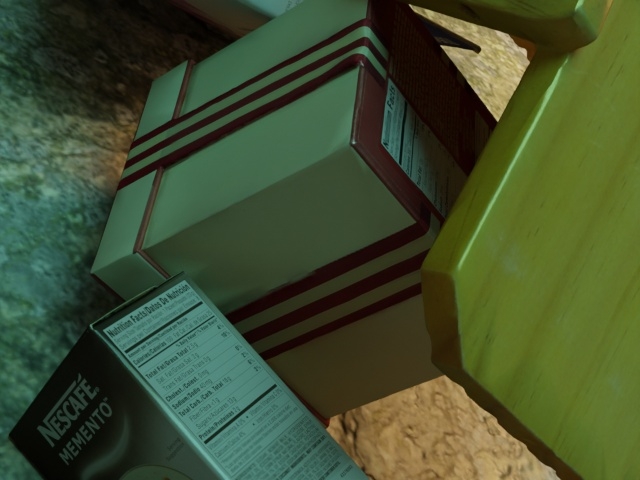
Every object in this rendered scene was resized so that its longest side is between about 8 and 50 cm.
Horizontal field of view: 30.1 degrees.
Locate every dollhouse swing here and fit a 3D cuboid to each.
[{"bbox_3d":[0.152,-0.033,0.855,0.347,0.305,0.315,42,-6,-37],"label":"dollhouse swing"}]

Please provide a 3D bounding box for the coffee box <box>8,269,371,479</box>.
[{"bbox_3d":[-0.067,0.162,0.769,0.246,0.141,0.098,47,38,7],"label":"coffee box"}]

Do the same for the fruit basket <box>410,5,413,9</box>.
[{"bbox_3d":[-0.062,-0.346,1.230,0.327,0.165,0.353,23,35,-25],"label":"fruit basket"}]

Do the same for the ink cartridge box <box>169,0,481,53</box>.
[{"bbox_3d":[-0.068,-0.222,1.062,0.330,0.071,0.324,25,2,-22],"label":"ink cartridge box"}]

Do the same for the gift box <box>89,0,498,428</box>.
[{"bbox_3d":[0.000,0.000,0.904,0.276,0.258,0.255,51,31,-28],"label":"gift box"}]
